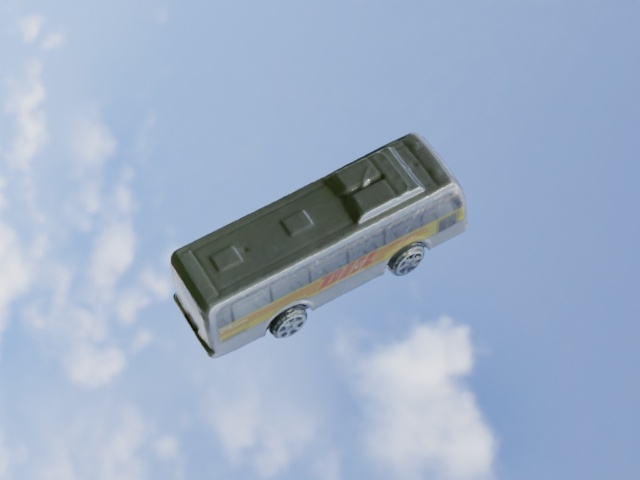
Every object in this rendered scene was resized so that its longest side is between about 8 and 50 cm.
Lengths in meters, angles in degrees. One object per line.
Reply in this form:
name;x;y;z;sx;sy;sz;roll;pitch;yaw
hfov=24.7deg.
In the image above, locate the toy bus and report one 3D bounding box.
toy bus;0.000;0.000;0.903;0.190;0.075;0.064;-28;-122;-13
